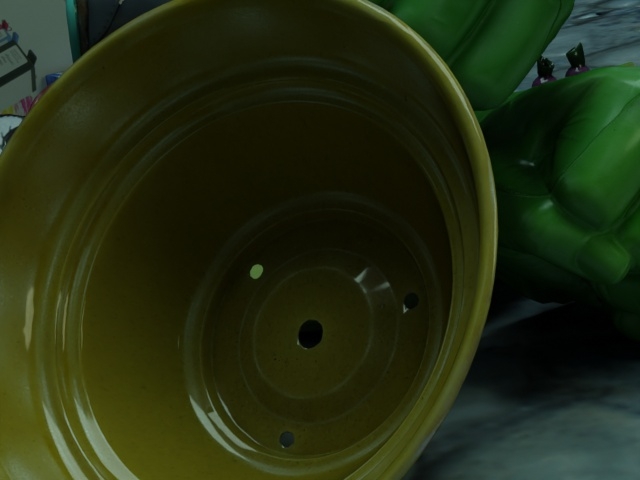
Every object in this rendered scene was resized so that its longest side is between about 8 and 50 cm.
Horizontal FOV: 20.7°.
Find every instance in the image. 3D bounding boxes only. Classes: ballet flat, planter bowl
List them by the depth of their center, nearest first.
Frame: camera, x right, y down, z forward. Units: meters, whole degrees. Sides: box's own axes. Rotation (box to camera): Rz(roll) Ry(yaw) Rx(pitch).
[{"bbox_3d":[-0.021,0.024,0.631,0.217,0.217,0.090,2,-17,30],"label":"planter bowl"},{"bbox_3d":[-0.065,-0.022,0.724,0.074,0.203,0.074,1,37,-1],"label":"ballet flat"}]

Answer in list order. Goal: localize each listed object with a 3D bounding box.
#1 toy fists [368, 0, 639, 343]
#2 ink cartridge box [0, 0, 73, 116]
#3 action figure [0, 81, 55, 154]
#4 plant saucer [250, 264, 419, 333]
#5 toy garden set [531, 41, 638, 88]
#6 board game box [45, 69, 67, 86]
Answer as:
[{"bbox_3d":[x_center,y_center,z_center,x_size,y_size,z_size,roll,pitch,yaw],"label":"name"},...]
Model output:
[{"bbox_3d":[0.068,-0.056,0.700,0.096,0.279,0.142,-54,21,-17],"label":"toy fists"},{"bbox_3d":[-0.240,-0.124,1.088,0.232,0.168,0.171,-34,26,-26],"label":"ink cartridge box"},{"bbox_3d":[-0.265,-0.002,0.838,0.370,0.248,0.276,-7,-11,5],"label":"action figure"},{"bbox_3d":[0.000,0.000,0.884,0.241,0.037,0.241,-6,17,2],"label":"plant saucer"},{"bbox_3d":[0.243,-0.089,0.946,0.204,0.049,0.244,-18,19,-32],"label":"toy garden set"},{"bbox_3d":[-0.118,-0.066,1.069,0.090,0.090,0.020,-17,18,-33],"label":"board game box"}]
